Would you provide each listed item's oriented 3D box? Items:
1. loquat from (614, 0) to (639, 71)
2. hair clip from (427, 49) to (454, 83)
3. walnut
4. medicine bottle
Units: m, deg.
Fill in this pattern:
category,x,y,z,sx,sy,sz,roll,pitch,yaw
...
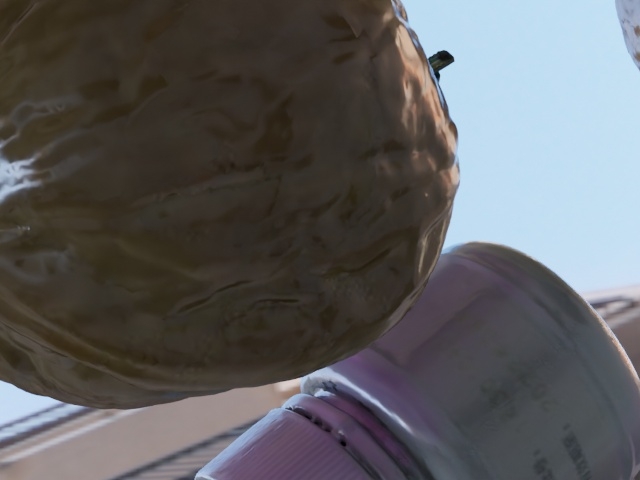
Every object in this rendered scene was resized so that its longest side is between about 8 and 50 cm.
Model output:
category,x,y,z,sx,sy,sz,roll,pitch,yaw
loquat,0.327,-0.189,1.221,0.238,0.193,0.238,4,-116,-8
hair clip,0.054,-0.138,1.638,0.173,0.049,0.049,-28,-79,-20
walnut,-0.063,-0.032,0.675,0.228,0.228,0.228,8,-103,-38
medicine bottle,0.078,0.170,1.319,0.302,0.241,0.241,-36,-74,-20
